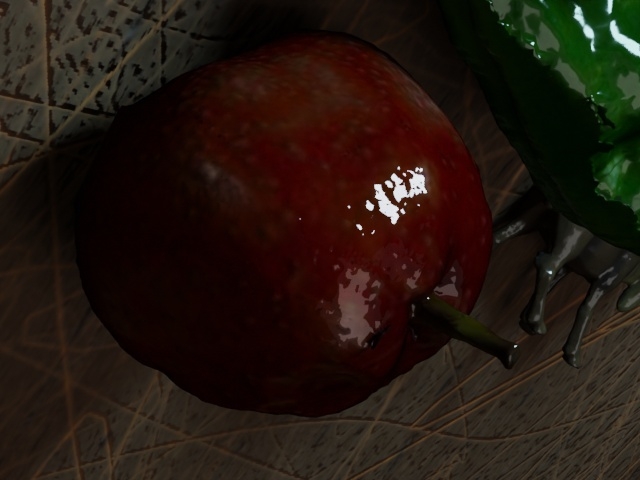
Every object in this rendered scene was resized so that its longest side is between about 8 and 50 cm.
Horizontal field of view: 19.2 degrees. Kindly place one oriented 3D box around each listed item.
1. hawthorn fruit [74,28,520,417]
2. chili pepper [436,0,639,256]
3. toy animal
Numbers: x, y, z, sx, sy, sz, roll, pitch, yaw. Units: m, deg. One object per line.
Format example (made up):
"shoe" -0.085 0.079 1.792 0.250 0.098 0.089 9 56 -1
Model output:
"hawthorn fruit" 0.000 0.000 1.035 0.230 0.266 0.210 -9 116 -45
"chili pepper" 0.162 -0.153 1.123 0.213 0.167 0.385 -49 138 -18
"toy animal" 0.228 0.007 1.432 0.186 0.094 0.214 -53 139 1
